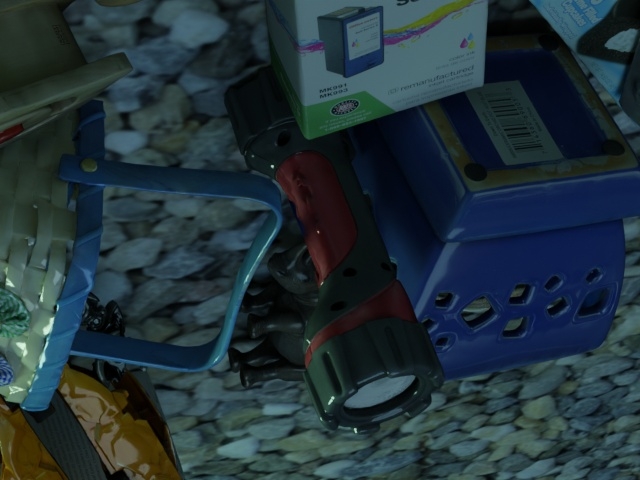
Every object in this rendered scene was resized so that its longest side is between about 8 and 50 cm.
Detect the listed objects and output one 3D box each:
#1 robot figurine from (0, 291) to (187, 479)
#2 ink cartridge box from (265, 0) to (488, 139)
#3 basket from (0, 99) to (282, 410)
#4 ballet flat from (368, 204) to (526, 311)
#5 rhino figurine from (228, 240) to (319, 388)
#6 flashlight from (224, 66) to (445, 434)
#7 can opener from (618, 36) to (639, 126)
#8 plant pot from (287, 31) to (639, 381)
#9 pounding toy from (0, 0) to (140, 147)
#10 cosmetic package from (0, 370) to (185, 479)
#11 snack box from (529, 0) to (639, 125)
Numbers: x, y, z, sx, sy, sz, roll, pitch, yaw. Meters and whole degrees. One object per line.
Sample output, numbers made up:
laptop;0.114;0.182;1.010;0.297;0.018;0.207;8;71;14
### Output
robot figurine;-0.242;0.166;1.630;0.211;0.085;0.291;-35;118;-14
ink cartridge box;0.041;-0.187;1.358;0.154;0.093;0.212;-17;149;-8
basket;-0.193;0.018;1.408;0.289;0.201;0.255;4;143;-15
ballet flat;0.128;0.033;1.779;0.316;0.108;0.106;9;145;-42
rhino figurine;-0.024;0.064;1.753;0.106;0.073;0.243;-9;147;-15
flashlight;0.000;0.000;1.421;0.103;0.304;0.103;-26;151;6
can opener;0.310;-0.182;1.473;0.095;0.076;0.283;-46;161;-28
plant pot;0.132;-0.040;1.532;0.236;0.236;0.212;-7;142;-24
pounding toy;-0.231;-0.143;1.220;0.154;0.155;0.269;-24;-177;37
cosmetic package;-0.336;0.267;1.789;0.365;0.155;0.197;-7;147;-24
snack box;0.281;-0.220;1.501;0.187;0.060;0.322;-32;150;15
